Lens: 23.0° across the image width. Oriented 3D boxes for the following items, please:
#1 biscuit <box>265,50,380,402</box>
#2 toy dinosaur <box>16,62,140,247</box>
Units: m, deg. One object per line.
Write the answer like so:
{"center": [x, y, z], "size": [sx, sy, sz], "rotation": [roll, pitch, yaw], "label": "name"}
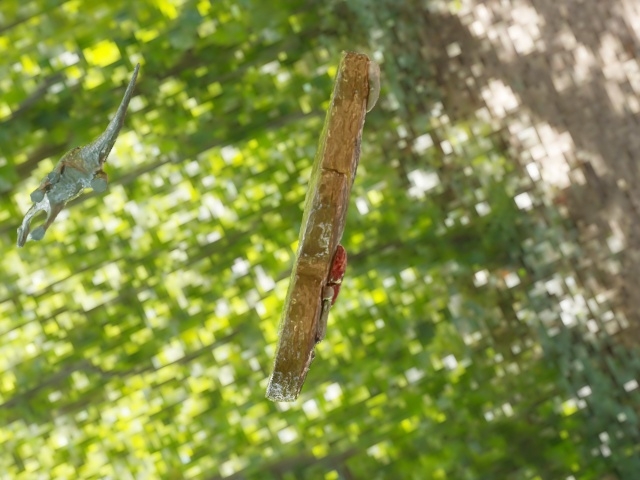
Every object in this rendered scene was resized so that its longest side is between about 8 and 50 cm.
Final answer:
{"center": [0.002, 0.000, 1.007], "size": [0.158, 0.035, 0.240], "rotation": [102, 179, -53], "label": "biscuit"}
{"center": [-0.166, -0.042, 1.050], "size": [0.037, 0.180, 0.058], "rotation": [36, -145, -23], "label": "toy dinosaur"}
